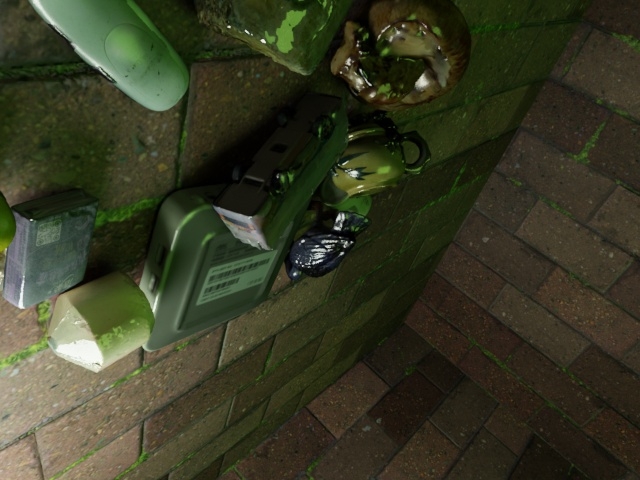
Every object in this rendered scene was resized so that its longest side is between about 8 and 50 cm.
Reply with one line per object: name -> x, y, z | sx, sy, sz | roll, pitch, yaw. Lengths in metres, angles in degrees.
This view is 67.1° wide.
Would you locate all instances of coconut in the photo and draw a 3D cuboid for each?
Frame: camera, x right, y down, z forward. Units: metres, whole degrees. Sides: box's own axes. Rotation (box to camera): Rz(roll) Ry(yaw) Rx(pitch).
coconut -> -0.370, 0.137, 0.802 | 0.152, 0.147, 0.147 | -33, 151, -39

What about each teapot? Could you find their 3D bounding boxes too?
teapot -> 0.114, -0.202, 1.105 | 0.269, 0.183, 0.173 | -13, 177, -2

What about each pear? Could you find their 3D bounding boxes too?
pear -> -0.412, -0.023, 0.569 | 0.092, 0.092, 0.097 | 53, 36, -66

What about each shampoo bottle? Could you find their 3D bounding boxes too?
shampoo bottle -> 0.078, -0.109, 1.305 | 0.118, 0.087, 0.234 | -53, 157, -3

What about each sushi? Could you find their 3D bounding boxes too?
sushi -> 0.147, -0.259, 1.202 | 0.084, 0.094, 0.098 | -27, 152, -38

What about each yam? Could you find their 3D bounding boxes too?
yam -> -0.024, -0.374, 0.611 | 0.300, 0.195, 0.195 | -57, 156, 14

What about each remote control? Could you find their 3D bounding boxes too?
remote control -> -0.243, -0.241, 0.592 | 0.097, 0.045, 0.256 | -51, 154, 0

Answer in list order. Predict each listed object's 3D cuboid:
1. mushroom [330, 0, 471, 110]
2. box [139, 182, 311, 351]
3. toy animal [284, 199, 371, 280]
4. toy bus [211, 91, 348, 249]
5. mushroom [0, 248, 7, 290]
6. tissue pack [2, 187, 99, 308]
mushroom -> 0.143, -0.358, 0.913 | 0.283, 0.195, 0.263 | -22, 180, -42
box -> -0.201, 0.042, 1.030 | 0.367, 0.090, 0.373 | -20, 143, -51
toy animal -> 0.000, 0.000, 1.166 | 0.122, 0.298, 0.186 | 28, 68, -32
toy bus -> -0.057, -0.134, 0.901 | 0.317, 0.112, 0.138 | -53, 146, -25
mushroom -> -0.442, 0.032, 0.672 | 0.049, 0.019, 0.101 | -18, 140, -50
tissue pack -> -0.382, 0.011, 0.684 | 0.112, 0.051, 0.156 | -40, 157, -60
